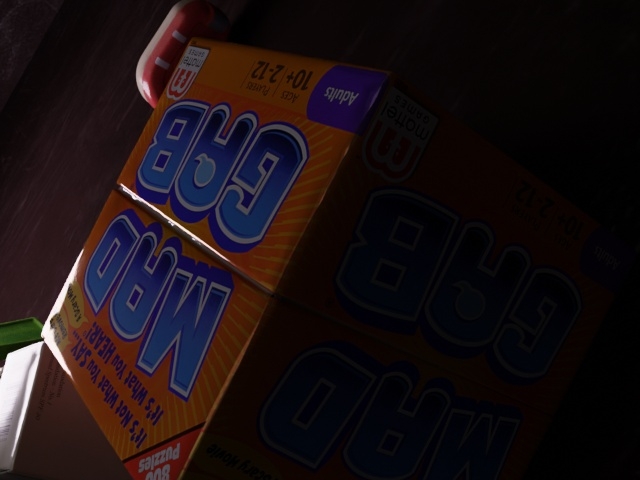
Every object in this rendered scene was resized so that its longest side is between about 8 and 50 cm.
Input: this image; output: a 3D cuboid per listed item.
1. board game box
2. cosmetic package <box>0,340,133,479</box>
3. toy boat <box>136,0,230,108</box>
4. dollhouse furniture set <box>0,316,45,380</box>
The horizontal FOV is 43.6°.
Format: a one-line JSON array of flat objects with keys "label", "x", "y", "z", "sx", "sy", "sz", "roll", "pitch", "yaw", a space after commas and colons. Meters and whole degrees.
[{"label": "board game box", "x": 0.004, "y": 0.054, "z": 0.794, "sx": 0.356, "sy": 0.356, "sz": 0.356, "roll": 27, "pitch": 90, "yaw": 54}, {"label": "cosmetic package", "x": -0.257, "y": 0.254, "z": 1.032, "sx": 0.113, "sy": 0.309, "sz": 0.160, "roll": -21, "pitch": 54, "yaw": 43}, {"label": "toy boat", "x": -0.245, "y": -0.341, "z": 1.556, "sx": 0.151, "sy": 0.151, "sz": 0.231, "roll": 40, "pitch": 102, "yaw": 24}, {"label": "dollhouse furniture set", "x": -0.576, "y": 0.314, "z": 1.592, "sx": 0.301, "sy": 0.151, "sz": 0.197, "roll": 29, "pitch": 113, "yaw": 37}]
